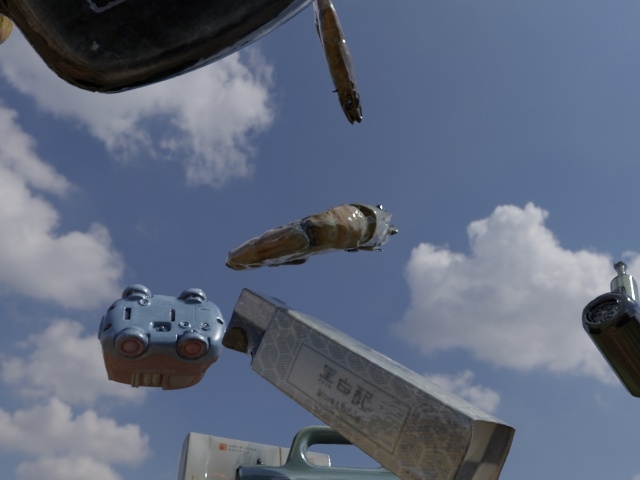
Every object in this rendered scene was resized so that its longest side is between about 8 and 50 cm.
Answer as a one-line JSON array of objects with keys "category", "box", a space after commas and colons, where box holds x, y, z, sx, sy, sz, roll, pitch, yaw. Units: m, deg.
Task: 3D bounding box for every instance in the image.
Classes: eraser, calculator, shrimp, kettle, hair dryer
[{"category": "eraser", "box": [0.031, 0.170, 0.732, 0.098, 0.096, 0.404, 25, -1, -44]}, {"category": "calculator", "box": [-0.089, -0.203, 0.373, 0.177, 0.268, 0.040, 58, -21, -15]}, {"category": "shrimp", "box": [0.030, -0.394, 1.301, 0.058, 0.169, 0.296, -16, -80, -3]}, {"category": "kettle", "box": [0.012, 0.341, 0.771, 0.243, 0.210, 0.160, -1, -46, -13]}, {"category": "shrimp", "box": [0.000, 0.000, 0.934, 0.247, 0.085, 0.360, -19, -5, 35]}, {"category": "hair dryer", "box": [0.327, 0.069, 0.651, 0.057, 0.197, 0.100, -30, -76, 31]}]

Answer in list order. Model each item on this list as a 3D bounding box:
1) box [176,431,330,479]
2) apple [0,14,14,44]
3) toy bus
[{"category": "box", "box": [-0.097, 0.379, 0.893, 0.233, 0.149, 0.067, 15, -60, -15]}, {"category": "apple", "box": [-0.671, -0.451, 1.168, 0.147, 0.146, 0.146, 3, -34, 2]}, {"category": "toy bus", "box": [-0.384, 0.256, 1.460, 0.294, 0.197, 0.231, 5, -59, -17]}]
